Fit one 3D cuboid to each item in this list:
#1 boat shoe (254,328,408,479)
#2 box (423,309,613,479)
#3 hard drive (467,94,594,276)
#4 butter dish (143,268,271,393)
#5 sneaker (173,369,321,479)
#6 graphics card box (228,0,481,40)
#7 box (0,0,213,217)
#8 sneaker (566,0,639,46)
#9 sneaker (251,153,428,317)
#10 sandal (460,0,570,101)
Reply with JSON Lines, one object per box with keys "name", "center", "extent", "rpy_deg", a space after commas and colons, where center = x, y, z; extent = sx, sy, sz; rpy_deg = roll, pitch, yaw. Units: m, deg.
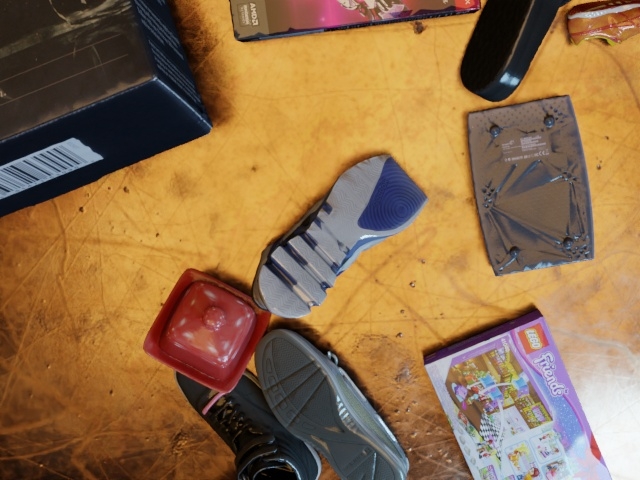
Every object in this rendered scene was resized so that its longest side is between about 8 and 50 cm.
{"name": "boat shoe", "center": [0.020, 0.267, 1.767], "extent": [0.118, 0.103, 0.320], "rpy_deg": [-43, 90, 20]}
{"name": "box", "center": [0.310, 0.281, 1.770], "extent": [0.201, 0.057, 0.293], "rpy_deg": [-23, 97, 6]}
{"name": "hard drive", "center": [0.319, -0.084, 1.715], "extent": [0.172, 0.054, 0.255], "rpy_deg": [-10, 98, 4]}
{"name": "butter dish", "center": [-0.168, 0.129, 1.716], "extent": [0.160, 0.118, 0.160], "rpy_deg": [28, 71, -2]}
{"name": "sneaker", "center": [-0.117, 0.294, 1.743], "extent": [0.296, 0.147, 0.104], "rpy_deg": [44, 99, -3]}
{"name": "graphics card box", "center": [0.042, -0.428, 1.654], "extent": [0.371, 0.094, 0.233], "rpy_deg": [-6, 98, 4]}
{"name": "box", "center": [-0.467, -0.304, 1.537], "extent": [0.480, 0.297, 0.472], "rpy_deg": [-22, 79, 5]}
{"name": "sneaker", "center": [0.456, -0.328, 1.679], "extent": [0.175, 0.064, 0.067], "rpy_deg": [-6, 118, 8]}
{"name": "sneaker", "center": [-0.001, 0.001, 1.708], "extent": [0.315, 0.182, 0.127], "rpy_deg": [-42, 98, -22]}
{"name": "sandal", "center": [0.348, -0.404, 1.634], "extent": [0.107, 0.167, 0.446], "rpy_deg": [19, 108, -26]}
